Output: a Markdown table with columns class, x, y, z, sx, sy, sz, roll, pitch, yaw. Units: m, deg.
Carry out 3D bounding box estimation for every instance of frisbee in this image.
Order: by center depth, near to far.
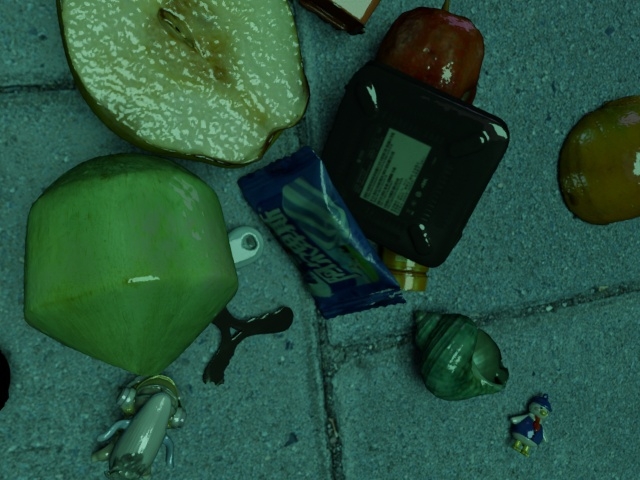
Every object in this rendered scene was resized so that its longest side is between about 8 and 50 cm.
| class | x | y | z | sx | sy | sz | roll | pitch | yaw |
| --- | --- | --- | --- | --- | --- | --- | --- | --- | --- |
| frisbee | -0.167 | 0.176 | 1.070 | 0.211 | 0.012 | 0.187 | 26 | 93 | -29 |

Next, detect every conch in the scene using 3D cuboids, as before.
| class | x | y | z | sx | sy | sz | roll | pitch | yaw |
| --- | --- | --- | --- | --- | --- | --- | --- | --- | --- |
| conch | 0.264 | 0.224 | 1.177 | 0.196 | 0.134 | 0.202 | -33 | 101 | -56 |

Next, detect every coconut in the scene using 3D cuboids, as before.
| class | x | y | z | sx | sy | sz | roll | pitch | yaw |
| --- | --- | --- | --- | --- | --- | --- | --- | --- | --- |
| coconut | -0.276 | 0.040 | 0.874 | 0.329 | 0.281 | 0.328 | 9 | 65 | -20 |

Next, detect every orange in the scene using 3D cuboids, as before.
| class | x | y | z | sx | sy | sz | roll | pitch | yaw |
| --- | --- | --- | --- | --- | --- | --- | --- | --- | --- |
| orange | 0.677 | -0.176 | 1.310 | 0.310 | 0.274 | 0.274 | -19 | 102 | 14 |

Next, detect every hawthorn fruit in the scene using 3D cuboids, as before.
| class | x | y | z | sx | sy | sz | roll | pitch | yaw |
| --- | --- | --- | --- | --- | --- | --- | --- | --- | --- |
| hawthorn fruit | 0.204 | -0.341 | 1.062 | 0.208 | 0.207 | 0.243 | 15 | 95 | -20 |

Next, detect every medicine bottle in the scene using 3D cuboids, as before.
| class | x | y | z | sx | sy | sz | roll | pitch | yaw |
| --- | --- | --- | --- | --- | --- | --- | --- | --- | --- |
| medicine bottle | 0.167 | -0.003 | 1.138 | 0.096 | 0.096 | 0.191 | 6 | 93 | -20 |

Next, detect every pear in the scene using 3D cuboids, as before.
| class | x | y | z | sx | sy | sz | roll | pitch | yaw |
| --- | --- | --- | --- | --- | --- | --- | --- | --- | --- |
| pear | -0.216 | -0.286 | 0.930 | 0.340 | 0.191 | 0.386 | -44 | 107 | -19 |

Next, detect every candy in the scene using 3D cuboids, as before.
| class | x | y | z | sx | sy | sz | roll | pitch | yaw |
| --- | --- | --- | --- | --- | --- | --- | --- | --- | --- |
| candy | 0.000 | 0.000 | 1.057 | 0.331 | 0.187 | 0.077 | 57 | 36 | -19 |

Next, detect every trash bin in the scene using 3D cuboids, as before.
| class | x | y | z | sx | sy | sz | roll | pitch | yaw |
| --- | --- | --- | --- | --- | --- | --- | --- | --- | --- |
| trash bin | 0.068 | -0.497 | 1.036 | 0.161 | 0.184 | 0.238 | 28 | 96 | -19 |

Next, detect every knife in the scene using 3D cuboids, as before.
| class | x | y | z | sx | sy | sz | roll | pitch | yaw |
| --- | --- | --- | --- | --- | --- | --- | --- | --- | --- |
| knife | -0.255 | 0.056 | 1.030 | 0.332 | 0.044 | 0.080 | -24 | 97 | -12 |

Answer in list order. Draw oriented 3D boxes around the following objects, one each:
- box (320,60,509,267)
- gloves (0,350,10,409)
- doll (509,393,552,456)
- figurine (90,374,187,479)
| class | x | y | z | sx | sy | sz | roll | pitch | yaw |
| --- | --- | --- | --- | --- | --- | --- | --- | --- | --- |
| box | 0.138 | -0.122 | 1.016 | 0.289 | 0.073 | 0.290 | 29 | 120 | 10 |
| gloves | -0.578 | 0.237 | 0.907 | 0.181 | 0.106 | 0.129 | -13 | 98 | 11 |
| doll | 0.465 | 0.399 | 1.299 | 0.099 | 0.057 | 0.143 | 34 | 77 | -4 |
| figurine | -0.300 | 0.317 | 0.984 | 0.128 | 0.183 | 0.208 | 30 | 122 | -16 |
